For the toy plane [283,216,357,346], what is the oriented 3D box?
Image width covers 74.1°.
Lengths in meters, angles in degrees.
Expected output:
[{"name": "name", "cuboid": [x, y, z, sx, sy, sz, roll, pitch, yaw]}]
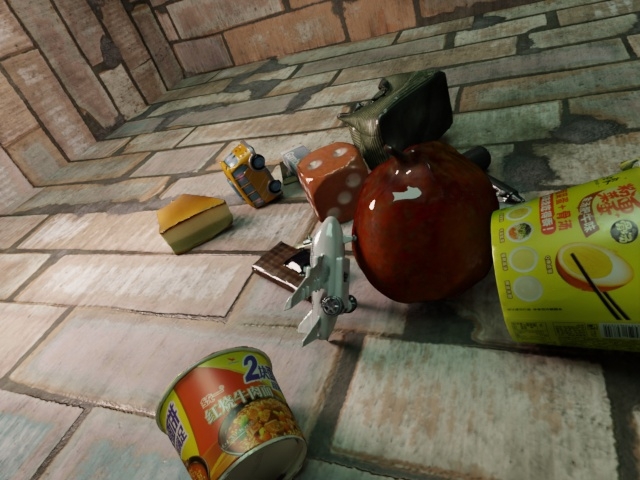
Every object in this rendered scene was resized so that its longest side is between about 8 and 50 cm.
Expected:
[{"name": "toy plane", "cuboid": [0.019, 0.080, 0.836, 0.101, 0.251, 0.254, 8, 87, 25]}]

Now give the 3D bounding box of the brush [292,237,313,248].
[{"name": "brush", "cuboid": [-0.050, 0.011, 1.136, 0.084, 0.013, 0.016, -20, 46, 40]}]

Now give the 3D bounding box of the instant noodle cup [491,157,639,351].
[{"name": "instant noodle cup", "cuboid": [0.417, 0.040, 0.688, 0.222, 0.311, 0.311, -10, 36, 29]}]

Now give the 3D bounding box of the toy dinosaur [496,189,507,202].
[{"name": "toy dinosaur", "cuboid": [0.380, -0.114, 1.086, 0.082, 0.039, 0.209, -52, 34, -8]}]

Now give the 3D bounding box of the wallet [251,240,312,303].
[{"name": "wallet", "cuboid": [-0.062, 0.073, 1.063, 0.230, 0.042, 0.124, 19, 54, 43]}]

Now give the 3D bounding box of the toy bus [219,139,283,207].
[{"name": "toy bus", "cuboid": [-0.227, -0.206, 1.369, 0.136, 0.209, 0.126, -38, 40, -6]}]

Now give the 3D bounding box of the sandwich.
[{"name": "sandwich", "cuboid": [-0.399, -0.079, 1.359, 0.220, 0.108, 0.186, -27, 37, -6]}]

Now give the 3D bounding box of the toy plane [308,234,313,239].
[{"name": "toy plane", "cuboid": [0.001, 0.002, 1.133, 0.080, 0.033, 0.083, 1, 48, 25]}]

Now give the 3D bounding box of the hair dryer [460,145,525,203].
[{"name": "hair dryer", "cuboid": [0.450, -0.167, 1.114, 0.114, 0.070, 0.248, -29, 41, -11]}]

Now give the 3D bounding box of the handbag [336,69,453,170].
[{"name": "handbag", "cuboid": [0.226, -0.371, 1.325, 0.341, 0.247, 0.240, -42, 40, -18]}]

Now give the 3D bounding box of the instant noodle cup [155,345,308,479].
[{"name": "instant noodle cup", "cuboid": [-0.130, 0.305, 0.676, 0.213, 0.213, 0.174, -33, 46, -16]}]

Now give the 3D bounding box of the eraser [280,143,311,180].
[{"name": "eraser", "cuboid": [-0.064, -0.267, 1.452, 0.092, 0.046, 0.212, -27, 37, -9]}]

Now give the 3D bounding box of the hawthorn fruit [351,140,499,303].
[{"name": "hawthorn fruit", "cuboid": [0.207, -0.037, 0.859, 0.309, 0.324, 0.308, -2, 15, 1]}]

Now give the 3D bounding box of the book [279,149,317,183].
[{"name": "book", "cuboid": [-0.033, -0.276, 1.512, 0.229, 0.024, 0.160, -18, 36, 3]}]

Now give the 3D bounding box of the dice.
[{"name": "dice", "cuboid": [0.039, -0.165, 1.210, 0.180, 0.173, 0.174, -20, 38, -1]}]
